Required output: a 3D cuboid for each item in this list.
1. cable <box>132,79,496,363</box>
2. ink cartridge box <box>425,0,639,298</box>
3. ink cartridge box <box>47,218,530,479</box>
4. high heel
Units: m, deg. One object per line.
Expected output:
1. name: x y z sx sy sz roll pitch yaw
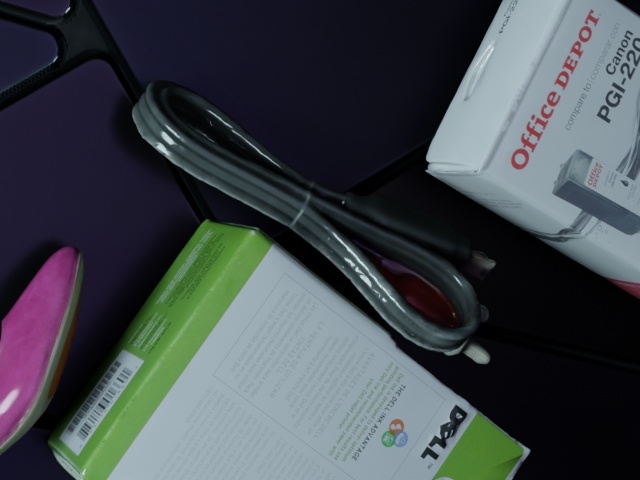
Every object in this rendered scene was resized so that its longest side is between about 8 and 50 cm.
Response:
1. cable: 0.000 0.000 0.967 0.287 0.139 0.072 22 127 -16
2. ink cartridge box: 0.207 -0.068 1.051 0.218 0.092 0.159 29 84 -19
3. ink cartridge box: -0.018 0.137 0.977 0.255 0.097 0.189 39 80 -21
4. high heel: -0.233 0.103 0.912 0.117 0.082 0.244 21 84 -2
